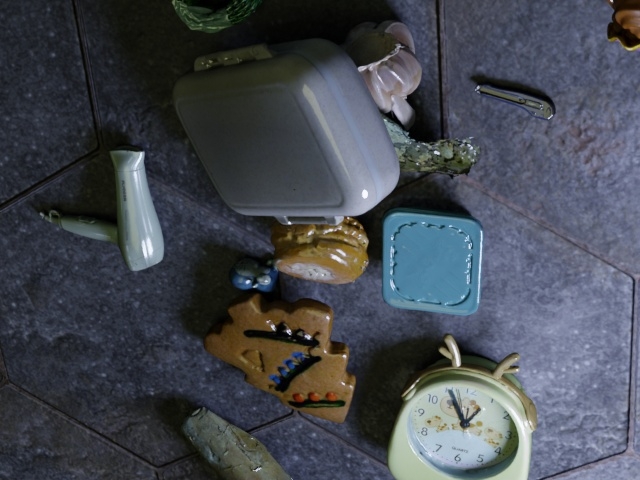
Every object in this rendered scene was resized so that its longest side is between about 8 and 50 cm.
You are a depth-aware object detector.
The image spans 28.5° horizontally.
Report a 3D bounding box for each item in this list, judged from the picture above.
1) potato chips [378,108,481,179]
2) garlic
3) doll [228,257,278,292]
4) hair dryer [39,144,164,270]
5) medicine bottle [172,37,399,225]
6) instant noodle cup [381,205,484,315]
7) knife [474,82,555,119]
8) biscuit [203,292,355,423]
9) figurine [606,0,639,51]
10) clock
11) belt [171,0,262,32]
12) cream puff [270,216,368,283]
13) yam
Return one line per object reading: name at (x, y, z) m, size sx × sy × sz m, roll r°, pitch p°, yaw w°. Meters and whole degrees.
potato chips at (0.119, -0.142, 1.846) m, size 0.219 × 0.029 × 0.202 m, roll 18°, pitch 159°, yaw -5°
garlic at (0.098, -0.236, 1.820) m, size 0.131 × 0.127 × 0.194 m, roll -38°, pitch 135°, yaw 9°
doll at (-0.111, 0.059, 2.065) m, size 0.083 × 0.076 × 0.051 m, roll 11°, pitch 120°, yaw 18°
hair dryer at (-0.377, -0.058, 2.107) m, size 0.237 × 0.075 × 0.206 m, roll 2°, pitch 112°, yaw 26°
medicine bottle at (-0.056, -0.155, 1.812) m, size 0.375 × 0.123 × 0.282 m, roll 1°, pitch 122°, yaw 54°
instant noodle cup at (0.176, 0.023, 1.953) m, size 0.157 × 0.070 × 0.179 m, roll 7°, pitch 119°, yaw 13°
knife at (0.282, -0.204, 1.823) m, size 0.121 × 0.018 × 0.031 m, roll 18°, pitch 120°, yaw 10°
biscuit at (-0.044, 0.205, 2.114) m, size 0.278 × 0.043 × 0.301 m, roll -23°, pitch 117°, yaw 39°
figurine at (0.428, -0.359, 1.619) m, size 0.189 × 0.142 × 0.264 m, roll 15°, pitch 130°, yaw 48°
clock at (0.242, 0.288, 2.064) m, size 0.235 × 0.096 × 0.308 m, roll 14°, pitch 122°, yaw 12°
belt at (-0.151, -0.366, 1.837) m, size 0.151 × 0.079 × 0.121 m, roll -33°, pitch 105°, yaw 31°
cream puff at (0.000, 0.000, 1.965) m, size 0.150 × 0.115 × 0.165 m, roll -7°, pitch 152°, yaw 37°
yam at (-0.136, 0.402, 2.250) m, size 0.259 × 0.106 × 0.106 m, roll 48°, pitch 124°, yaw 15°
